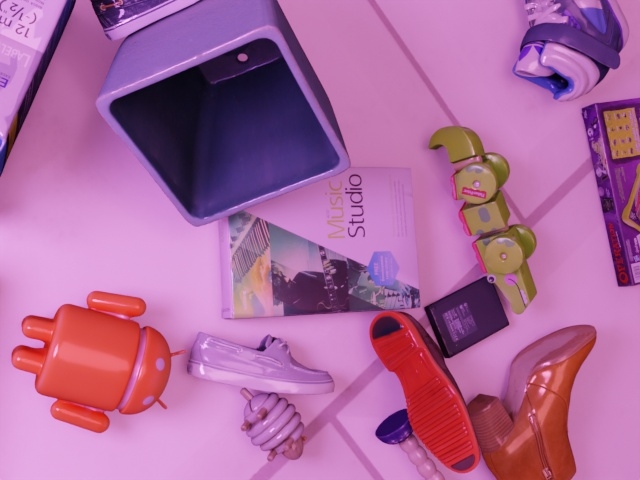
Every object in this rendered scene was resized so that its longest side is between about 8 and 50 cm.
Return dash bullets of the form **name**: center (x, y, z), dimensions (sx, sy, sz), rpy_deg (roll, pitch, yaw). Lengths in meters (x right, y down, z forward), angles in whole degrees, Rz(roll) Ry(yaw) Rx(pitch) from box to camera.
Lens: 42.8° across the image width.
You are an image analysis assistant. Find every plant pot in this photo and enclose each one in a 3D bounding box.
- **plant pot**: center (-0.125, -0.220, 1.122), dimensions (0.248, 0.247, 0.252), rpy_deg (57, 19, -43)

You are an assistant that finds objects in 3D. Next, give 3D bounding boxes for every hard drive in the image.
- **hard drive**: center (0.251, 0.129, 1.389), dimensions (0.135, 0.022, 0.094), rpy_deg (-24, 93, -23)

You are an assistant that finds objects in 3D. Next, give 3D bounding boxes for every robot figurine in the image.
- **robot figurine**: center (-0.296, 0.159, 1.100), dimensions (0.219, 0.128, 0.158), rpy_deg (19, 45, -20)

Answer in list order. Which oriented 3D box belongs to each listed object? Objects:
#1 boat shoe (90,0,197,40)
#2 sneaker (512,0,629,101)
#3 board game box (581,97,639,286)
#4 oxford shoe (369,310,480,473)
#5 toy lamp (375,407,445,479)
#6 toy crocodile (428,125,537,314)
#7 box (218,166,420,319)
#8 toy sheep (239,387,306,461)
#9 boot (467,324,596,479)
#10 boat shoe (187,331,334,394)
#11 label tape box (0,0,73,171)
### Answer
- **boat shoe**: center (-0.216, -0.338, 1.069), dimensions (0.183, 0.065, 0.083), rpy_deg (-28, 118, -3)
- **sneaker**: center (0.406, -0.405, 1.456), dimensions (0.236, 0.130, 0.323), rpy_deg (-45, 107, -25)
- **board game box**: center (0.623, -0.100, 1.560), dimensions (0.208, 0.056, 0.347), rpy_deg (-10, 88, -19)
- **oxford shoe**: center (0.180, 0.226, 1.274), dimensions (0.098, 0.097, 0.271), rpy_deg (0, 60, -56)
- **toy lamp**: center (0.195, 0.395, 1.305), dimensions (0.080, 0.080, 0.275), rpy_deg (-39, 100, -22)
- **toy crocodile**: center (0.282, -0.038, 1.381), dimensions (0.115, 0.105, 0.341), rpy_deg (-36, 106, -59)
- **box**: center (0.000, 0.000, 1.281), dimensions (0.322, 0.058, 0.232), rpy_deg (-2, 84, -22)
- **toy sheep**: center (-0.072, 0.269, 1.204), dimensions (0.091, 0.091, 0.132), rpy_deg (-38, 93, -22)
- **boot**: center (0.393, 0.300, 1.396), dimensions (0.295, 0.104, 0.211), rpy_deg (-34, 103, -17)
- **boat shoe**: center (-0.081, 0.180, 1.214), dimensions (0.227, 0.079, 0.081), rpy_deg (12, 84, -18)
- **label tape box**: center (-0.412, -0.213, 1.028), dimensions (0.115, 0.249, 0.348), rpy_deg (25, 75, -19)
